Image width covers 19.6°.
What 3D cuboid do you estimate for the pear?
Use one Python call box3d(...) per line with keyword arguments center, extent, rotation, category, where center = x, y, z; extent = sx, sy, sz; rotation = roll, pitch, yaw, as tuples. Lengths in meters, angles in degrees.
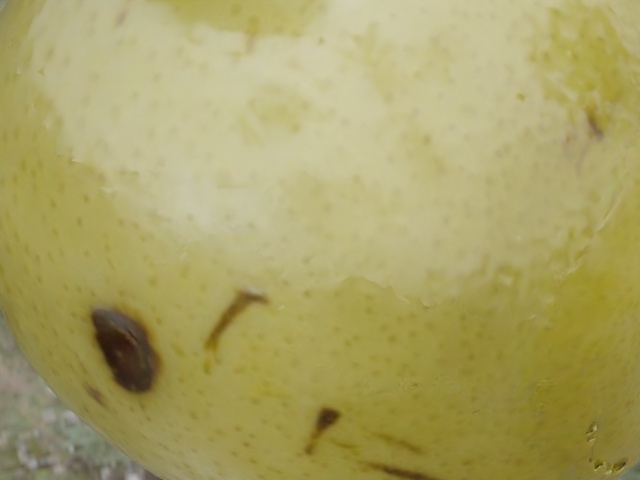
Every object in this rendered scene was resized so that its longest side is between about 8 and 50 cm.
box3d(center=(0.023, -0.029, 0.833), extent=(0.348, 0.348, 0.348), rotation=(-2, 43, 1), category="pear")
